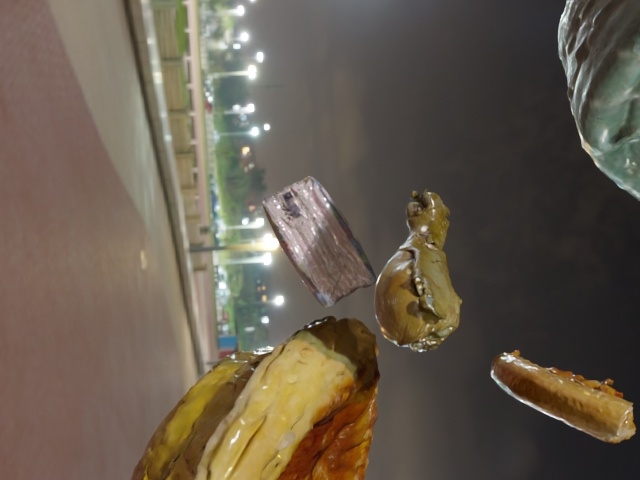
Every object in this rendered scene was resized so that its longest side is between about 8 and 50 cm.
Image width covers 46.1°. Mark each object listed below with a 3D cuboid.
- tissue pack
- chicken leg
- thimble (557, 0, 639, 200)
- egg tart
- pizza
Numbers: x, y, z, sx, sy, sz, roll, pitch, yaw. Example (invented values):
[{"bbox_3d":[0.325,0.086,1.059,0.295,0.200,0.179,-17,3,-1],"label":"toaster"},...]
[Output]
[{"bbox_3d":[0.000,0.000,0.738,0.115,0.065,0.155,60,2,0],"label":"tissue pack"},{"bbox_3d":[0.194,0.045,1.435,0.429,0.153,0.201,-74,147,-48],"label":"chicken leg"},{"bbox_3d":[0.277,-0.125,0.476,0.198,0.235,0.143,78,13,-47],"label":"thimble"},{"bbox_3d":[-0.083,0.265,0.830,0.443,0.178,0.443,-48,151,-37],"label":"egg tart"},{"bbox_3d":[0.268,0.168,0.841,0.271,0.134,0.056,143,-39,-88],"label":"pizza"}]
